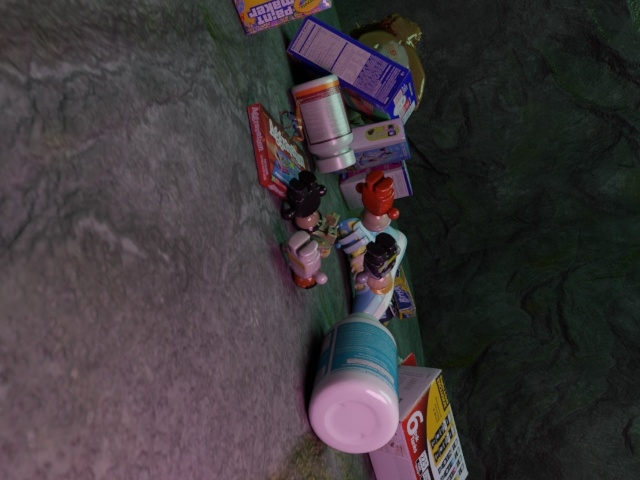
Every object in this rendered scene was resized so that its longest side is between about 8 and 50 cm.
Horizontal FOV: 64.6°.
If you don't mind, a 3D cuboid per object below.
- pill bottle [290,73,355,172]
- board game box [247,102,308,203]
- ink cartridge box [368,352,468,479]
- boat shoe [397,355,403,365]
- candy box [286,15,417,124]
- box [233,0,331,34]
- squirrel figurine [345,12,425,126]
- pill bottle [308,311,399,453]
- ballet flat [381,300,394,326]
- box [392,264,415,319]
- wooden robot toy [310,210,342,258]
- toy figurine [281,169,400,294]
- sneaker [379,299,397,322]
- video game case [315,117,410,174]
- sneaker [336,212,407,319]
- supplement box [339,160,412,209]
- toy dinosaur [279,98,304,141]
[{"bbox_3d":[0.012,-0.289,1.265,0.121,0.121,0.221,-69,143,-69],"label":"pill bottle"},{"bbox_3d":[-0.067,-0.145,0.990,0.281,0.027,0.145,30,47,-73],"label":"board game box"},{"bbox_3d":[0.245,0.473,1.233,0.272,0.130,0.310,-32,111,-45],"label":"ink cartridge box"},{"bbox_3d":[0.196,0.430,1.440,0.094,0.109,0.302,45,20,-18],"label":"boat shoe"},{"bbox_3d":[0.094,-0.442,1.383,0.317,0.122,0.268,35,6,14],"label":"candy box"},{"bbox_3d":[-0.097,-0.603,0.980,0.290,0.177,0.279,-88,160,-51],"label":"box"},{"bbox_3d":[0.189,-0.596,1.817,0.370,0.281,0.397,145,-35,-68],"label":"squirrel figurine"},{"bbox_3d":[0.066,0.234,0.910,0.264,0.146,0.146,-71,146,-66],"label":"pill bottle"},{"bbox_3d":[0.251,0.211,1.905,0.080,0.073,0.232,60,21,-51],"label":"ballet flat"},{"bbox_3d":[0.256,0.165,1.625,0.059,0.054,0.169,76,0,-53],"label":"box"},{"bbox_3d":[0.000,0.000,1.104,0.173,0.076,0.079,-80,-171,-60],"label":"wooden robot toy"},{"bbox_3d":[0.037,-0.011,0.909,0.148,0.213,0.210,87,1,-58],"label":"toy figurine"},{"bbox_3d":[0.173,0.158,1.564,0.282,0.099,0.153,63,17,-56],"label":"sneaker"},{"bbox_3d":[0.128,-0.262,1.458,0.269,0.244,0.061,14,68,-76],"label":"video game case"},{"bbox_3d":[0.104,0.062,1.370,0.208,0.127,0.319,38,55,-25],"label":"sneaker"},{"bbox_3d":[0.181,-0.197,1.685,0.111,0.220,0.114,-90,160,-48],"label":"supplement box"},{"bbox_3d":[-0.053,-0.249,1.075,0.082,0.090,0.047,49,17,26],"label":"toy dinosaur"}]
